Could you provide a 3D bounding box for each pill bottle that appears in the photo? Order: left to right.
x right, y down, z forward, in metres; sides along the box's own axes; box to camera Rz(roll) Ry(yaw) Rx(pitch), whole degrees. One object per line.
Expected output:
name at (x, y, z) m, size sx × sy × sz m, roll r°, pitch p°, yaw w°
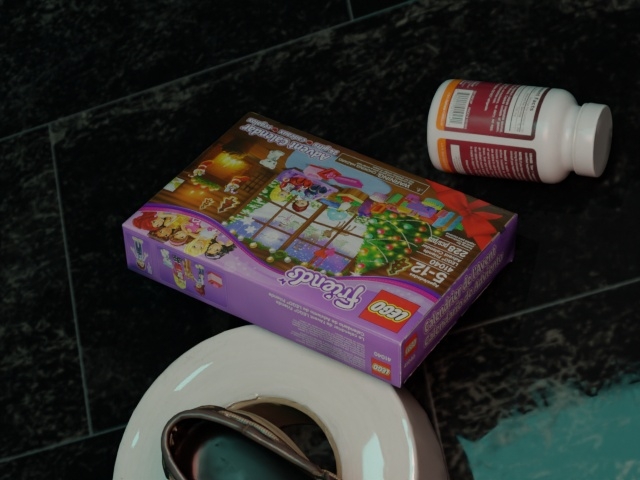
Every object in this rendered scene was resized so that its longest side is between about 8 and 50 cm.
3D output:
pill bottle at (0.178, -0.096, 1.624) m, size 0.152 × 0.086 × 0.086 m, roll 8°, pitch 76°, yaw 23°

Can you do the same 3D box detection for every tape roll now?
tape roll at (-0.035, 0.218, 1.595) m, size 0.286 × 0.100 × 0.286 m, roll -7°, pitch 71°, yaw 19°

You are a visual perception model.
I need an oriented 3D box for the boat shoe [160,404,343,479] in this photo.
boat shoe at (-0.001, 0.253, 1.442) m, size 0.355 × 0.130 × 0.132 m, roll 32°, pitch 86°, yaw 26°

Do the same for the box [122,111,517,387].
box at (0.000, 0.000, 1.620) m, size 0.293 × 0.057 × 0.201 m, roll 22°, pitch 46°, yaw 25°
